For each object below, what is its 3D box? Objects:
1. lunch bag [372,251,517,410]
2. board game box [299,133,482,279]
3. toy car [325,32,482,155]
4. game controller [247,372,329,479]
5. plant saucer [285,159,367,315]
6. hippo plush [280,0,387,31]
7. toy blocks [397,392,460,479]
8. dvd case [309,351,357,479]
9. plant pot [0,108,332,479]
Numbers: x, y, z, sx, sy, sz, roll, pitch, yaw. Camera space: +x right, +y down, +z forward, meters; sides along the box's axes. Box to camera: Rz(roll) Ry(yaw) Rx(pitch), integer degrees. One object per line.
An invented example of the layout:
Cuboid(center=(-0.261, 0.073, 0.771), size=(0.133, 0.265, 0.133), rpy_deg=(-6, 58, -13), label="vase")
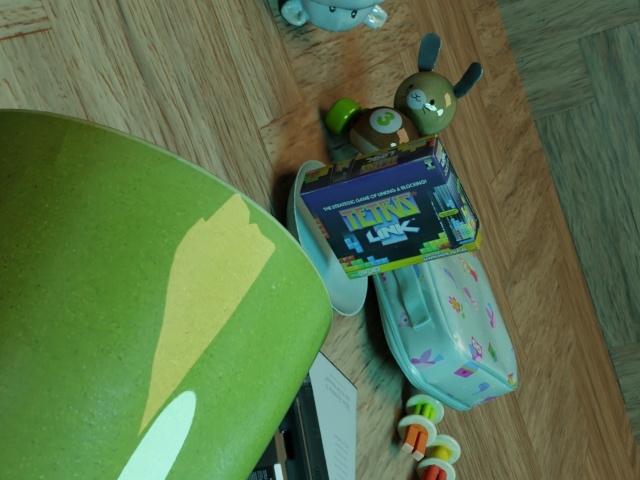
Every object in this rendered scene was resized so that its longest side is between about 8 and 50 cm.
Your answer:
Cuboid(center=(0.153, 0.080, 1.473), size=(0.224, 0.108, 0.279), rpy_deg=(31, 35, -49), label="lunch bag")
Cuboid(center=(0.082, -0.035, 1.250), size=(0.141, 0.170, 0.048), rpy_deg=(58, 29, -32), label="board game box")
Cuboid(center=(0.131, -0.181, 1.462), size=(0.155, 0.188, 0.149), rpy_deg=(40, 12, 22), label="toy car")
Cuboid(center=(-0.056, 0.236, 0.988), size=(0.166, 0.067, 0.319), rpy_deg=(0, 74, -40), label="game controller")
Cuboid(center=(0.000, 0.000, 1.306), size=(0.195, 0.037, 0.195), rpy_deg=(47, 36, -49), label="plant saucer")
Cuboid(center=(-0.005, -0.400, 1.412), size=(0.294, 0.234, 0.236), rpy_deg=(172, -76, -72), label="hippo plush")
Cuboid(center=(0.136, 0.290, 1.412), size=(0.123, 0.054, 0.148), rpy_deg=(66, 24, -21), label="toy blocks")
Cuboid(center=(-0.009, 0.231, 1.158), size=(0.180, 0.022, 0.253), rpy_deg=(50, 34, -45), label="dvd case")
Cuboid(center=(-0.166, 0.127, 0.611), size=(0.275, 0.275, 0.293), rpy_deg=(52, 48, -43), label="plant pot")
